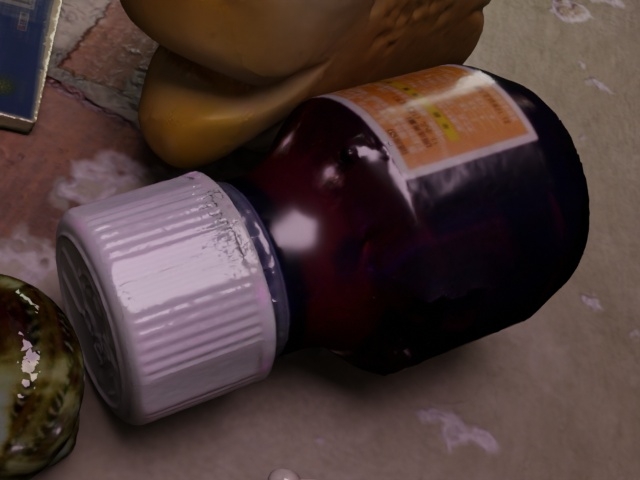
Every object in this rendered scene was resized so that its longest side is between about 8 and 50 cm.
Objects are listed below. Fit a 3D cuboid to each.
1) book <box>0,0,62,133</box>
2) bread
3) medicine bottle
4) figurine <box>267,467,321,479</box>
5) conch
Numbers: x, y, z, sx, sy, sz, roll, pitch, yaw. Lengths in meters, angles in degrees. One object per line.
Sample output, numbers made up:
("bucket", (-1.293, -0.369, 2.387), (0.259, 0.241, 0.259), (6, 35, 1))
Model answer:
("book", (-0.411, -0.218, 0.921), (0.322, 0.018, 0.228), (13, 48, -16))
("bread", (0.013, -0.220, 0.947), (0.329, 0.245, 0.424), (6, 22, 40))
("medicine bottle", (0.000, 0.000, 0.791), (0.395, 0.242, 0.242), (-15, 61, -29))
("figurine", (-0.013, 0.240, 0.684), (0.098, 0.081, 0.146), (43, 31, -24))
("conch", (-0.251, 0.107, 0.670), (0.181, 0.124, 0.187), (38, 74, -8))
